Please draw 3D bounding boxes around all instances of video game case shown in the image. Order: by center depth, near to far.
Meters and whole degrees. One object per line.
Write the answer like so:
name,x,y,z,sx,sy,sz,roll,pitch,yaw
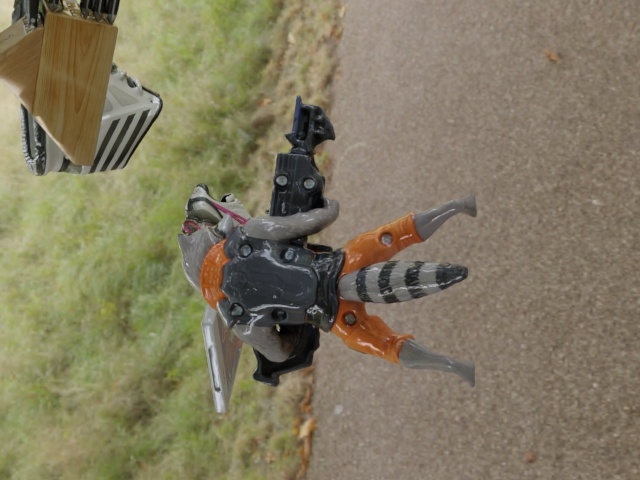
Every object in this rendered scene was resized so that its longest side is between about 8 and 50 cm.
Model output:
video game case,-0.161,0.154,1.310,0.201,0.023,0.184,-84,-8,-60

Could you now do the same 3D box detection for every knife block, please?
knife block,-0.325,-0.274,1.082,0.242,0.276,0.088,-34,39,-1

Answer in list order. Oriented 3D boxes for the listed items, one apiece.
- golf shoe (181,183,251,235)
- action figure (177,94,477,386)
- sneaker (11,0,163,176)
golf shoe,-0.130,-0.028,1.209,0.067,0.186,0.086,1,75,40
action figure,0.000,0.000,0.841,0.178,0.329,0.342,4,-94,-75
sneaker,-0.458,-0.345,1.542,0.169,0.257,0.448,-11,83,54
